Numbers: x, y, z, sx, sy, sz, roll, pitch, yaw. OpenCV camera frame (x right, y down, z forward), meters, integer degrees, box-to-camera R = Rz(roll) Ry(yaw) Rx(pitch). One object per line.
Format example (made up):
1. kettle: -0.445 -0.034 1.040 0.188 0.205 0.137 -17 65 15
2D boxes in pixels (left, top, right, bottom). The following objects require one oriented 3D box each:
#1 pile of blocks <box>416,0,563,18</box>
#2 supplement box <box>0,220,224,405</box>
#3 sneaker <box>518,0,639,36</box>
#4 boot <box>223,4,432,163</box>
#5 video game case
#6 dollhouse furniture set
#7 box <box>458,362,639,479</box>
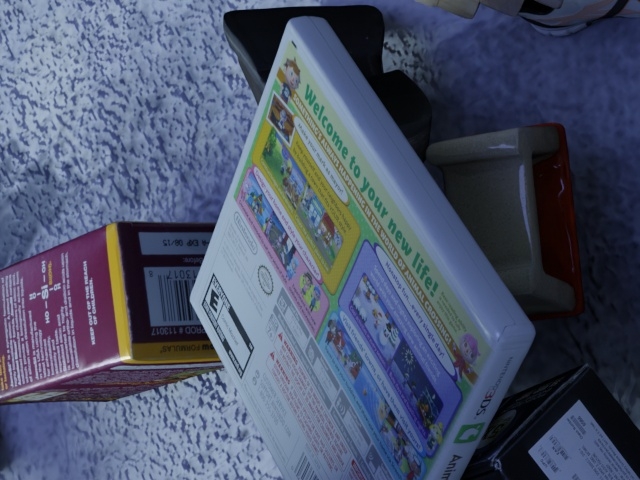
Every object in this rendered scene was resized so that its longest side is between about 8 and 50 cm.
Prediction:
1. pile of blocks: 0.082 -0.267 0.986 0.112 0.149 0.362 108 160 -67
2. supplement box: -0.124 0.046 1.088 0.188 0.104 0.080 -19 75 49
3. sneaker: 0.149 -0.134 0.955 0.109 0.044 0.040 -19 75 33
4. boot: 0.000 0.000 1.016 0.263 0.091 0.229 -113 21 -62
5. video game case: 0.010 0.034 0.858 0.212 0.023 0.193 59 142 36
6. dollhouse furniture set: 0.194 -0.025 0.887 0.259 0.135 0.262 -8 84 25
7. box: 0.119 0.165 0.868 0.180 0.077 0.147 53 147 -3
